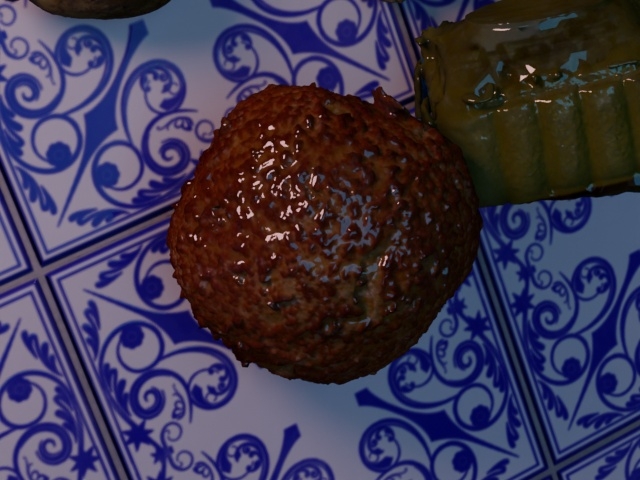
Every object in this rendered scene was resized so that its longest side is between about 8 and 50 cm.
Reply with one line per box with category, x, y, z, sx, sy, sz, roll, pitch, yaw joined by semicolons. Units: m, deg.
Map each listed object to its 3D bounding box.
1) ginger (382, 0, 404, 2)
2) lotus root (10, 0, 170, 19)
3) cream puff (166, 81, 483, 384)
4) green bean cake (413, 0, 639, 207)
ginger;0.130;-0.353;1.982;0.213;0.074;0.137;-29;107;-24
lotus root;-0.236;-0.294;1.801;0.214;0.138;0.138;-13;102;-21
cream puff;-0.003;-0.004;1.841;0.351;0.228;0.350;1;101;5
green bean cake;0.251;-0.199;1.974;0.310;0.285;0.202;-10;127;1
